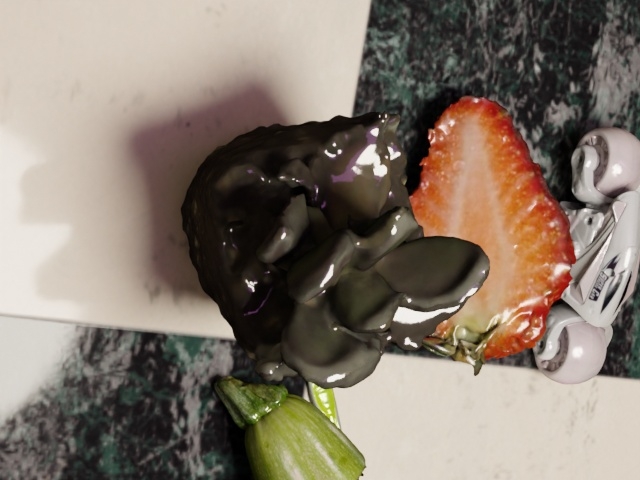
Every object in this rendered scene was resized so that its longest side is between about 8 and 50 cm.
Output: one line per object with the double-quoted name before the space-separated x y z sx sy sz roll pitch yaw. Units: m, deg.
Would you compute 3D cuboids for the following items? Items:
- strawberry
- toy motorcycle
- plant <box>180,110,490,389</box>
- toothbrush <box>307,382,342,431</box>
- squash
"strawberry" 0.150 0.002 1.645 0.175 0.107 0.236 24 81 4
"toy motorcycle" 0.265 0.017 1.707 0.112 0.112 0.254 8 96 -34
"plant" 0.000 0.000 1.428 0.199 0.276 0.188 -17 107 -18
"toothbrush" 0.002 0.130 1.603 0.022 0.026 0.263 -19 107 -19
"squash" -0.033 0.165 1.553 0.105 0.105 0.132 -35 104 -24
